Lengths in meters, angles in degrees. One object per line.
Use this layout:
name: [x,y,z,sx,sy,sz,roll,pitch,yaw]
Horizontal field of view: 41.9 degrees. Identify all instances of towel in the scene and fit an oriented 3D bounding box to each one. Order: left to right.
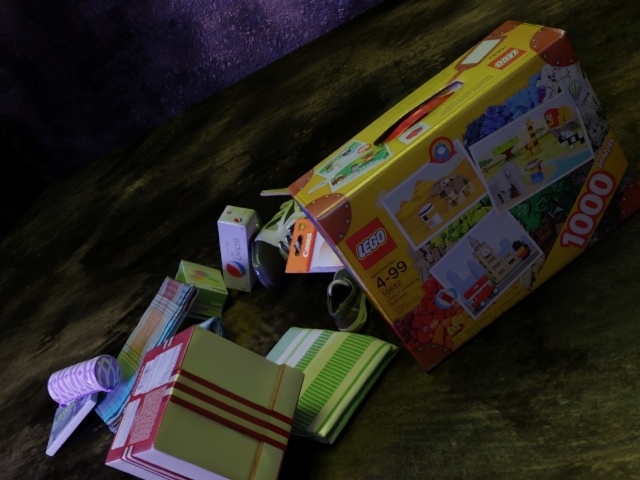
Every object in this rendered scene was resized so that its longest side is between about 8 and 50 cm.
towel: [-0.425,0.256,1.984,0.370,0.040,0.271,-60,22,-10]
towel: [-0.023,0.271,1.614,0.324,0.038,0.248,-2,41,51]

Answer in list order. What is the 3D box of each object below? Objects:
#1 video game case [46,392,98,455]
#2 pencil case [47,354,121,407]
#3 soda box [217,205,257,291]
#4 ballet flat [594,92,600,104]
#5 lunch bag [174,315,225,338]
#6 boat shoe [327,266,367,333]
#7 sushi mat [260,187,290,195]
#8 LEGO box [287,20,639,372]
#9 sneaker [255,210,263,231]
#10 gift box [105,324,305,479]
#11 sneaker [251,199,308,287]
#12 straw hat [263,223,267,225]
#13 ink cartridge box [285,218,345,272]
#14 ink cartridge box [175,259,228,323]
video game case: [-0.602,0.408,2.051,0.190,0.022,0.173,-49,22,15]
pencil case: [-0.549,0.327,1.939,0.206,0.086,0.088,-24,65,38]
soda box: [-0.198,0.022,2.045,0.073,0.216,0.069,10,41,12]
ballet flat: [0.485,-0.225,1.777,0.280,0.095,0.096,-37,13,-26]
lunch bag: [-0.290,0.251,1.909,0.128,0.096,0.151,-23,38,27]
boat shoe: [0.051,0.110,1.748,0.080,0.073,0.223,-29,26,15]
sushi mat: [-0.017,-0.132,2.230,0.151,0.019,0.316,-8,7,-36]
LEGO box: [0.259,-0.079,1.468,0.500,0.372,0.193,-38,26,-2]
sneaker: [-0.146,-0.008,2.105,0.065,0.167,0.076,10,36,37]
gift box: [-0.192,0.312,1.459,0.276,0.258,0.255,-27,39,56]
sneaker: [-0.059,-0.017,2.045,0.146,0.122,0.330,-16,29,32]
straw hat: [-0.138,-0.010,2.205,0.144,0.061,0.144,-28,27,16]
ink cartridge box: [0.000,0.000,1.919,0.179,0.045,0.145,-2,65,28]
ink cartridge box: [-0.298,0.128,2.100,0.209,0.109,0.062,-122,51,-64]
